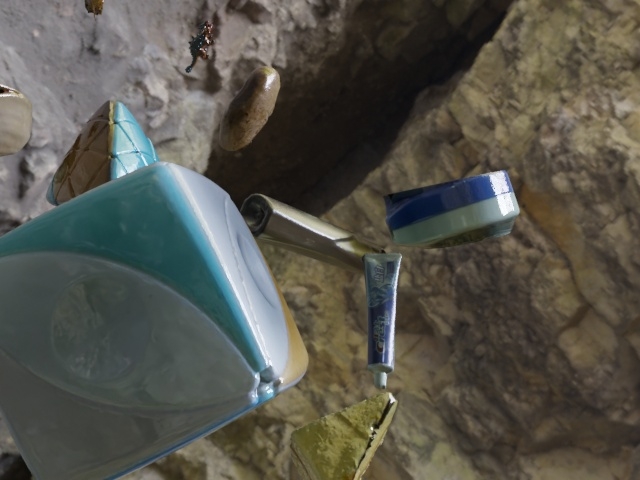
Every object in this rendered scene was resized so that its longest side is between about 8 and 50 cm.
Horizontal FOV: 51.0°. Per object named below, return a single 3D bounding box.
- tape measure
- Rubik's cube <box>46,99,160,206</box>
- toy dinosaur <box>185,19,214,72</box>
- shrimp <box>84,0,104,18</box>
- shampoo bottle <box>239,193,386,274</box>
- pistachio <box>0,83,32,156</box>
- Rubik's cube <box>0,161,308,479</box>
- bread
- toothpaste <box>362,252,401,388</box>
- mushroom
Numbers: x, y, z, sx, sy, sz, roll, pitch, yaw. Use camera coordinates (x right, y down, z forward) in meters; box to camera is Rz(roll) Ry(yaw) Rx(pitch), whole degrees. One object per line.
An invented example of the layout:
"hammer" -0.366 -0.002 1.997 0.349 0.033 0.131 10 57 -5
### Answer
"tape measure" 0.299 -0.065 1.479 0.262 0.138 0.259 -10 -175 43
"Rubik's cube" -0.362 -0.099 1.266 0.254 0.254 0.254 -46 171 -10
"toy dinosaur" -0.309 -0.491 1.710 0.055 0.049 0.154 7 130 -36
"shrimp" -0.569 -0.662 1.668 0.249 0.068 0.150 114 -19 -52
"shampoo bottle" 0.000 0.000 1.370 0.350 0.125 0.084 21 97 -37
"pistachio" -0.752 -0.267 1.454 0.197 0.166 0.288 -32 170 24
"Rubik's cube" -0.243 0.122 0.970 0.351 0.352 0.347 -25 171 4
"bread" 0.083 0.460 1.436 0.236 0.198 0.263 -27 154 -16
"toothpaste" 0.115 0.145 1.260 0.069 0.047 0.268 -20 -125 38
"mushroom" -0.155 -0.289 1.460 0.210 0.072 0.094 -56 155 0
